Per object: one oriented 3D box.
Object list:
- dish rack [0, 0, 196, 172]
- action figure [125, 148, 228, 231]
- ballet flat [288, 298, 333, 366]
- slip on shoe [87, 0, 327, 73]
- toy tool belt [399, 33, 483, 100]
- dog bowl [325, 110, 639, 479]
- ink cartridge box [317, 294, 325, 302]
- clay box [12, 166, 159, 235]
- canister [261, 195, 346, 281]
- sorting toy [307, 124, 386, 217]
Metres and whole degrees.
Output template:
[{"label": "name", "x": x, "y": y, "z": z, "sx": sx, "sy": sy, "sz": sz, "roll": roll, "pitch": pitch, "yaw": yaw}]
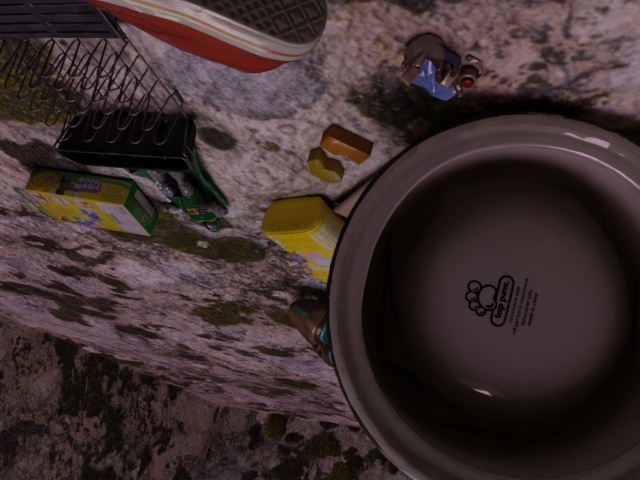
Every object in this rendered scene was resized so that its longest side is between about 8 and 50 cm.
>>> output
[{"label": "dish rack", "x": -0.284, "y": -0.185, "z": 0.761, "sx": 0.208, "sy": 0.074, "sz": 0.271, "roll": 5, "pitch": 156, "yaw": 19}, {"label": "action figure", "x": -0.212, "y": -0.072, "z": 1.009, "sx": 0.137, "sy": 0.064, "sz": 0.232, "roll": 2, "pitch": 158, "yaw": 19}, {"label": "ballet flat", "x": -0.001, "y": 0.209, "z": 1.486, "sx": 0.124, "sy": 0.116, "sz": 0.342, "roll": 28, "pitch": 169, "yaw": 22}, {"label": "slip on shoe", "x": -0.157, "y": -0.230, "z": 0.538, "sx": 0.331, "sy": 0.123, "sz": 0.101, "roll": 18, "pitch": 161, "yaw": -23}, {"label": "toy tool belt", "x": 0.116, "y": -0.158, "z": 0.620, "sx": 0.083, "sy": 0.051, "sz": 0.052, "roll": 22, "pitch": 156, "yaw": -19}, {"label": "dog bowl", "x": 0.213, "y": 0.075, "z": 0.702, "sx": 0.407, "sy": 0.409, "sz": 0.150, "roll": 12, "pitch": 177, "yaw": 5}, {"label": "ink cartridge box", "x": 0.082, "y": 0.147, "z": 1.368, "sx": 0.145, "sy": 0.045, "sz": 0.179, "roll": 21, "pitch": 154, "yaw": -15}, {"label": "clay box", "x": -0.417, "y": -0.070, "z": 1.132, "sx": 0.221, "sy": 0.053, "sz": 0.127, "roll": 10, "pitch": 157, "yaw": 12}, {"label": "canister", "x": 0.000, "y": 0.000, "z": 1.032, "sx": 0.126, "sy": 0.074, "sz": 0.170, "roll": -3, "pitch": 151, "yaw": 36}, {"label": "sorting toy", "x": 0.112, "y": -0.051, "z": 0.887, "sx": 0.307, "sy": 0.041, "sz": 0.229, "roll": 22, "pitch": 156, "yaw": -19}]
